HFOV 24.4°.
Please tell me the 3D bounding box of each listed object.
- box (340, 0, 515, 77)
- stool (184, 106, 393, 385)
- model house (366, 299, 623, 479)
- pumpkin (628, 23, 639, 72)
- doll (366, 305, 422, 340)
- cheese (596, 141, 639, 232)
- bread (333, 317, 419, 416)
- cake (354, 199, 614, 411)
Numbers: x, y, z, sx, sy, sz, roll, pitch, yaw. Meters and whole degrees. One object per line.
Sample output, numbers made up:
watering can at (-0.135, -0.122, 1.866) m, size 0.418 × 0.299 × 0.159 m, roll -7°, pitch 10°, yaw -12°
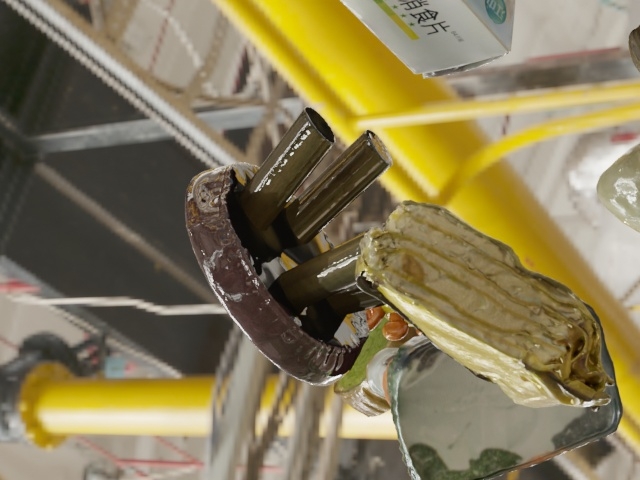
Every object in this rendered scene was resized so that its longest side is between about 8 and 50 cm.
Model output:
box at (0.105, -0.353, 1.766) m, size 0.333 × 0.145 × 0.173 m, roll 37°, pitch -126°, yaw -47°
stool at (0.000, 0.000, 1.584) m, size 0.272 × 0.178 × 0.272 m, roll 46°, pitch -158°, yaw -24°
model house at (0.186, 0.171, 1.840) m, size 0.271 × 0.301 × 0.190 m, roll -19°, pitch -84°, yaw -11°
pumpkin at (0.482, -0.158, 1.572) m, size 0.280 × 0.190 × 0.139 m, roll 57°, pitch 177°, yaw 11°
doll at (0.129, 0.063, 1.973) m, size 0.221 × 0.143 × 0.135 m, roll -77°, pitch -21°, yaw -56°
cheese at (0.504, -0.060, 2.020) m, size 0.328 × 0.351 × 0.130 m, roll -14°, pitch -115°, yaw -22°
bread at (0.101, 0.152, 2.216) m, size 0.070 × 0.236 × 0.236 m, roll 25°, pitch -120°, yaw -13°
cake at (0.106, 0.045, 0.965) m, size 0.116 × 0.185 × 0.080 m, roll 112°, pitch -177°, yaw -78°
